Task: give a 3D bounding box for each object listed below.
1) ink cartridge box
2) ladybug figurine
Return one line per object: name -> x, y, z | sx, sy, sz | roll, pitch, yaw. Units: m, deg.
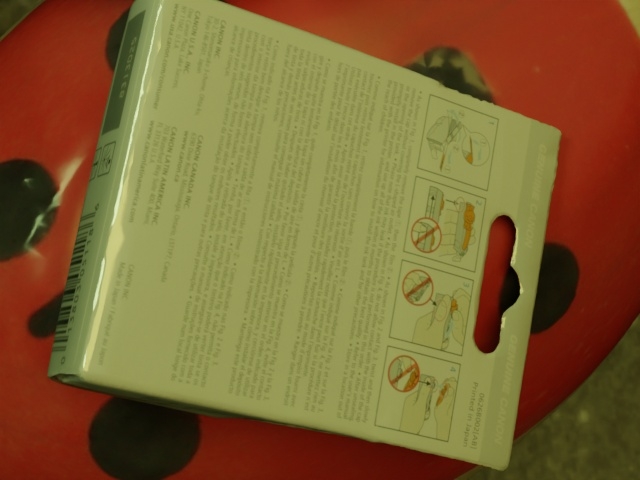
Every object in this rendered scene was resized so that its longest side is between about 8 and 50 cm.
ink cartridge box -> 0.000, 0.000, 0.501 | 0.179, 0.045, 0.145 | 17, 77, -28
ladybug figurine -> 0.001, -0.023, 0.600 | 0.449, 0.162, 0.305 | -34, 89, -15
